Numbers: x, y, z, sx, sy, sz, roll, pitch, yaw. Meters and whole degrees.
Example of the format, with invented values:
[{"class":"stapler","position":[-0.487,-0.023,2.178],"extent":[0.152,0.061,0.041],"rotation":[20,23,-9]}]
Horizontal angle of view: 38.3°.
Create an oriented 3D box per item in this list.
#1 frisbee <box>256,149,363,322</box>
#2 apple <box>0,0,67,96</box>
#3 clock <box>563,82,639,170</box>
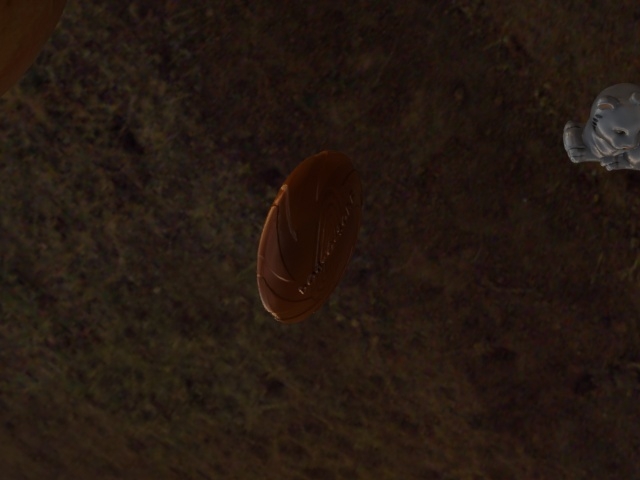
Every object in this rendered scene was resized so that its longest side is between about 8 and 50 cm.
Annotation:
[{"class":"frisbee","position":[0.000,0.000,0.979],"extent":[0.035,0.192,0.192],"rotation":[18,137,28]},{"class":"apple","position":[-0.235,-0.169,0.439],"extent":[0.253,0.253,0.253],"rotation":[18,136,18]},{"class":"clock","position":[0.386,-0.137,1.074],"extent":[0.176,0.080,0.117],"rotation":[0,160,-9]}]
